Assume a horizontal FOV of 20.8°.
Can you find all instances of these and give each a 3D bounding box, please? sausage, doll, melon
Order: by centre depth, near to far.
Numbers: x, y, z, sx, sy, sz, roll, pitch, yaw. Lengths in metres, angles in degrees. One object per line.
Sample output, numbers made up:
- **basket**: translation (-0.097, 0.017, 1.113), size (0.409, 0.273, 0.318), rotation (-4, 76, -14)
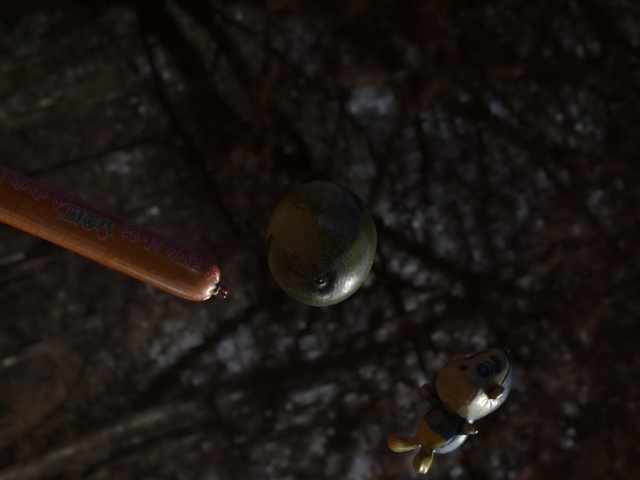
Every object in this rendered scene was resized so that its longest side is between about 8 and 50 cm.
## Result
- **melon**: translation (0.000, 0.000, 1.500), size (0.131, 0.098, 0.098), rotation (-92, 176, -55)
- **sausage**: translation (-0.249, -0.017, 1.762), size (0.053, 0.347, 0.053), rotation (-57, -162, 29)
- **doll**: translation (0.157, 0.189, 2.022), size (0.102, 0.179, 0.089), rotation (38, -10, 43)
